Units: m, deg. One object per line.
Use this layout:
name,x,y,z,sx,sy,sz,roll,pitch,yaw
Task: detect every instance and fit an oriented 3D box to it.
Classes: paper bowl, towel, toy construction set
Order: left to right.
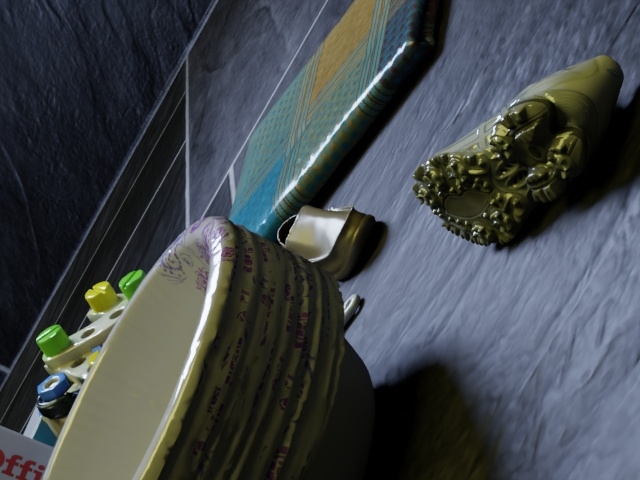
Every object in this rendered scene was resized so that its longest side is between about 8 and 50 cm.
toy construction set,-0.155,0.112,1.489,0.215,0.151,0.327,-40,10,-26
paper bowl,-0.070,0.138,1.023,0.284,0.148,0.284,-55,18,28
towel,0.013,-0.134,1.546,0.370,0.040,0.271,-49,19,38

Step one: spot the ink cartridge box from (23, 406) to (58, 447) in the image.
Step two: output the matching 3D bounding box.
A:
ink cartridge box,-0.240,0.216,1.613,0.052,0.122,0.088,-66,12,-1

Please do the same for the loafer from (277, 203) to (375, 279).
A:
loafer,0.000,0.000,1.279,0.056,0.050,0.148,-66,13,-16

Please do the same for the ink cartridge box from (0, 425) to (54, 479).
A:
ink cartridge box,-0.233,0.299,1.194,0.117,0.201,0.278,-40,29,61

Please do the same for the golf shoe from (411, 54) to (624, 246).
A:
golf shoe,0.120,-0.053,0.932,0.086,0.069,0.176,-46,7,-27

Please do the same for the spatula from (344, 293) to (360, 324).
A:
spatula,-0.039,0.154,1.186,0.242,0.019,0.168,-55,13,28
